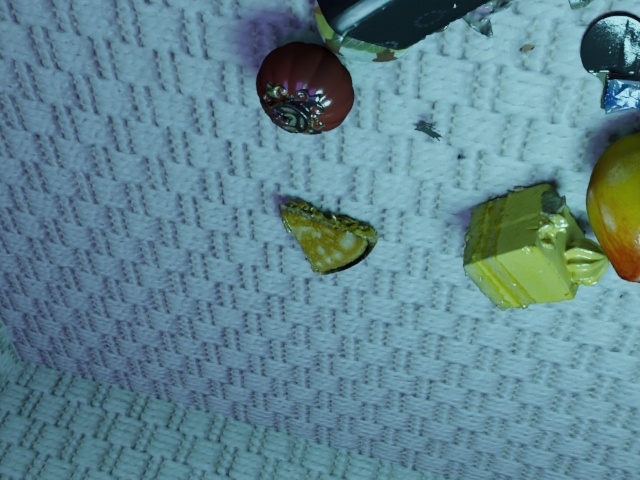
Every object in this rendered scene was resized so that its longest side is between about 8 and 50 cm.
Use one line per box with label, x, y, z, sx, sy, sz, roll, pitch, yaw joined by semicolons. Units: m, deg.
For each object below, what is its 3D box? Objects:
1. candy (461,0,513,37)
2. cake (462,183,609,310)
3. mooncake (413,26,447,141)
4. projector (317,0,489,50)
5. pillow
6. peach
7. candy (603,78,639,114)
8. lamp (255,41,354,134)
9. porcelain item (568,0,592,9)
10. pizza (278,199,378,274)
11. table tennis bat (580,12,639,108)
candy;0.292;-0.504;1.424;0.185;0.195;0.137;39;132;-12
cake;0.523;0.015;1.852;0.286;0.222;0.227;-22;125;39
mooncake;0.251;-0.353;1.698;0.150;0.057;0.346;32;143;8
projector;0.152;-0.574;1.215;0.395;0.242;0.405;-24;79;37
pillow;0.100;-0.478;1.621;0.233;0.086;0.214;17;128;10
peach;0.713;-0.070;1.614;0.289;0.307;0.289;3;149;2
candy;0.654;-0.296;1.585;0.136;0.038;0.088;-2;138;2
lamp;-0.037;-0.333;1.721;0.227;0.226;0.226;12;138;11
porcelain item;0.561;-0.493;1.413;0.216;0.069;0.081;-11;125;26
pizza;0.000;0.000;2.174;0.288;0.074;0.251;24;139;0
table tennis bat;0.595;-0.362;1.567;0.130;0.019;0.220;7;135;18
